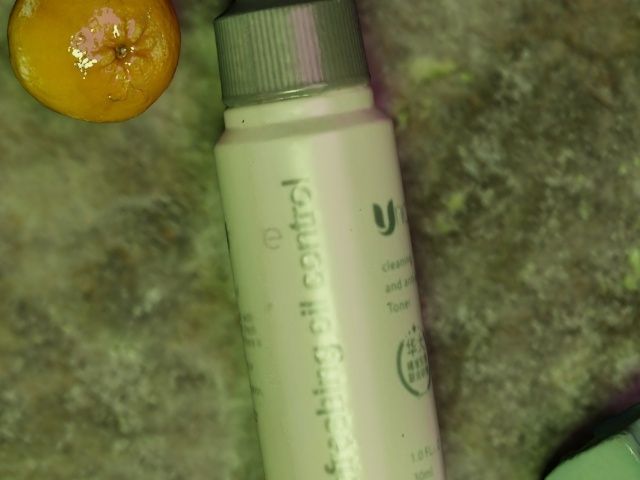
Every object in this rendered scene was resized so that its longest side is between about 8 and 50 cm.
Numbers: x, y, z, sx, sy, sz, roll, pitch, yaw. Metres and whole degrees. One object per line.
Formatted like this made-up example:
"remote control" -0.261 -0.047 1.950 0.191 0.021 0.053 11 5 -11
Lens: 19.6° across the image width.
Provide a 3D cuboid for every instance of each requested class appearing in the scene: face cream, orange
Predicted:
"face cream" 0.000 0.000 0.904 0.092 0.092 0.311 -10 95 -24
"orange" -0.105 -0.095 0.865 0.083 0.070 0.083 -3 97 -26

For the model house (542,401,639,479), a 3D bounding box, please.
"model house" 0.211 0.149 1.005 0.149 0.119 0.148 -28 79 -45
